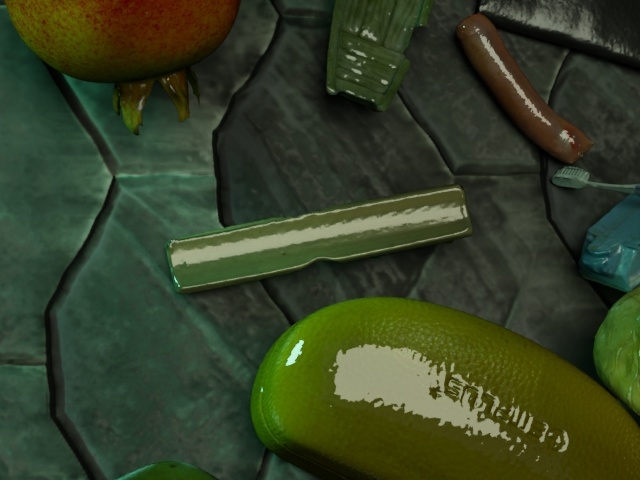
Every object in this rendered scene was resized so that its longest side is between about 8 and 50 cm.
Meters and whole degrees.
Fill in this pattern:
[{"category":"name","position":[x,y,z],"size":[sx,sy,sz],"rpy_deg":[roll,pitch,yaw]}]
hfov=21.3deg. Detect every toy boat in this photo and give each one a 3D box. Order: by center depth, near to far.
[{"category":"toy boat","position":[0.067,-0.253,1.631],"size":[0.093,0.055,0.293],"rpy_deg":[20,71,-10]},{"category":"toy boat","position":[0.343,-0.002,1.646],"size":[0.215,0.088,0.102],"rpy_deg":[-36,123,-24]}]

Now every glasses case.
[{"category":"glasses case","position":[0.130,0.164,1.490],"size":[0.371,0.141,0.173],"rpy_deg":[26,69,-10]}]

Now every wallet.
[{"category":"wallet","position":[0.278,-0.244,1.711],"size":[0.244,0.025,0.124],"rpy_deg":[17,71,-13]}]

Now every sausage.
[{"category":"sausage","position":[0.194,-0.146,1.649],"size":[0.047,0.040,0.177],"rpy_deg":[-38,89,-29]}]

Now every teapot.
[{"category":"teapot","position":[0.370,0.096,1.541],"size":[0.311,0.203,0.167],"rpy_deg":[17,104,-47]}]

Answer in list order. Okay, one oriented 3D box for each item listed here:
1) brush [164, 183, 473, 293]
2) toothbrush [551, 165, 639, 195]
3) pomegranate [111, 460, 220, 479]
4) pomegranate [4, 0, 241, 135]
[{"category":"brush","position":[0.000,0.000,1.548],"size":[0.282,0.048,0.054],"rpy_deg":[-11,76,-12]},{"category":"toothbrush","position":[0.321,-0.046,1.602],"size":[0.219,0.016,0.019],"rpy_deg":[10,45,31]},{"category":"pomegranate","position":[-0.114,0.257,1.345],"size":[0.181,0.224,0.181],"rpy_deg":[9,65,-20]},{"category":"pomegranate","position":[-0.167,-0.221,1.469],"size":[0.221,0.221,0.256],"rpy_deg":[-18,109,-21]}]
